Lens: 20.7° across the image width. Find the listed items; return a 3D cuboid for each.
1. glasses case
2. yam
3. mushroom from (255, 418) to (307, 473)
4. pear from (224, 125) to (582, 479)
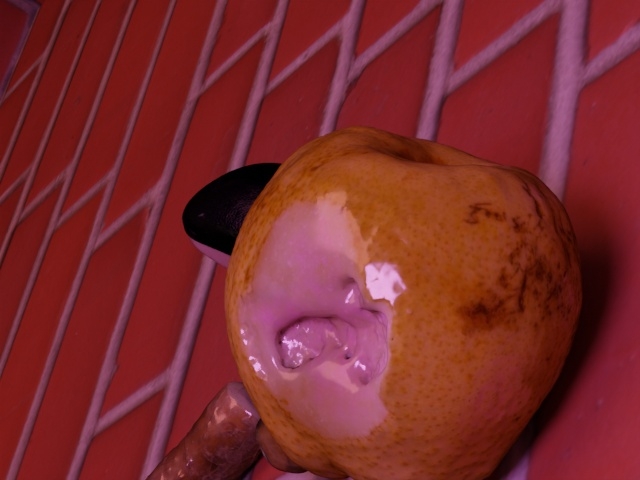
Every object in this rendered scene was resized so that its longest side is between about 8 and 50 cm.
[{"bbox_3d":[0.000,0.000,1.541,0.122,0.075,0.314,-37,37,-28],"label":"glasses case"},{"bbox_3d":[-0.157,0.265,1.682,0.357,0.081,0.081,-50,23,21],"label":"yam"},{"bbox_3d":[0.002,0.083,1.573,0.100,0.081,0.312,-32,28,26],"label":"mushroom"},{"bbox_3d":[0.057,0.051,1.263,0.271,0.271,0.271,-47,24,29],"label":"pear"}]
